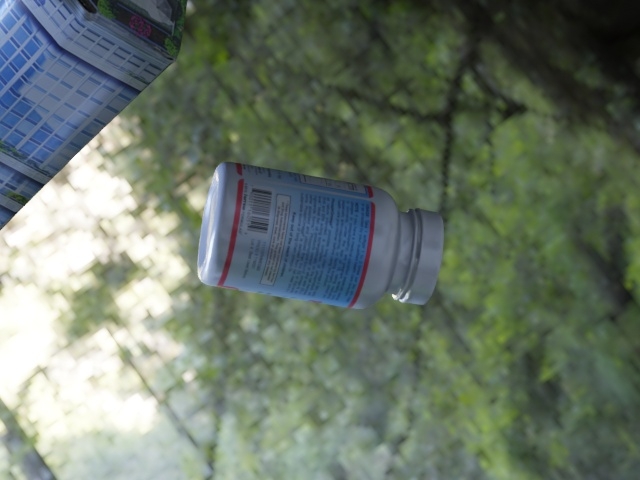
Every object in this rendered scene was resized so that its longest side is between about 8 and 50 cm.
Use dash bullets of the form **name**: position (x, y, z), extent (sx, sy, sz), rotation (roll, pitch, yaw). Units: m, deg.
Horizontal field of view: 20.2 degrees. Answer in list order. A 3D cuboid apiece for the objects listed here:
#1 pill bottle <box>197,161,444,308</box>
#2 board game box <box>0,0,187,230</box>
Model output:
- **pill bottle**: position (0.000, 0.000, 1.249), extent (0.160, 0.087, 0.087), rotation (10, -25, -9)
- **board game box**: position (-0.072, -0.108, 0.455), extent (0.060, 0.194, 0.194), rotation (22, -37, -25)
